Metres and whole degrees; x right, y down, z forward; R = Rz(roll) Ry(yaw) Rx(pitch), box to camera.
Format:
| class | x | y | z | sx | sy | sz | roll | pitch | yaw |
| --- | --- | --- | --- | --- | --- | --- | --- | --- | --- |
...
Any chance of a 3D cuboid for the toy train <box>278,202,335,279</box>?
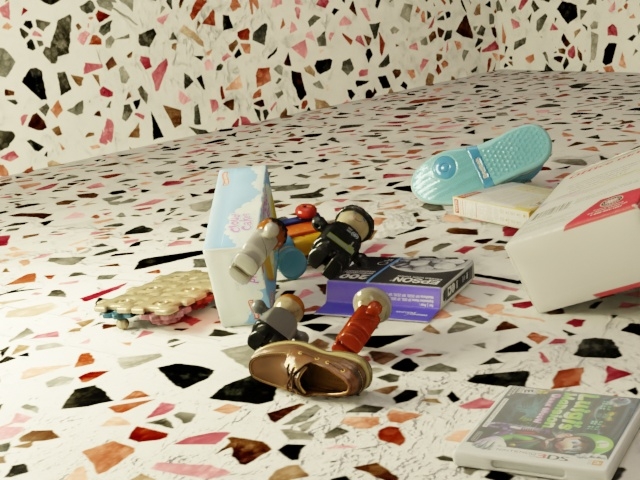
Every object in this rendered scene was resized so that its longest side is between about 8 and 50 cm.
| class | x | y | z | sx | sy | sz | roll | pitch | yaw |
| --- | --- | --- | --- | --- | --- | --- | --- | --- | --- |
| toy train | 0.000 | 0.000 | 2.045 | 0.248 | 0.105 | 0.143 | -13 | 26 | -23 |

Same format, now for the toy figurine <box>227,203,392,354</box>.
| class | x | y | z | sx | sy | sz | roll | pitch | yaw |
| --- | --- | --- | --- | --- | --- | --- | --- | --- | --- |
| toy figurine | -0.013 | 0.060 | 1.588 | 0.209 | 0.213 | 0.148 | -4 | 26 | 26 |

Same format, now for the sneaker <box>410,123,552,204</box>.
| class | x | y | z | sx | sy | sz | roll | pitch | yaw |
| --- | --- | --- | --- | --- | --- | --- | --- | --- | --- |
| sneaker | 0.367 | -0.153 | 2.455 | 0.318 | 0.127 | 0.208 | -17 | -7 | 12 |

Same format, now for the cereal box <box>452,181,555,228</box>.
| class | x | y | z | sx | sy | sz | roll | pitch | yaw |
| --- | --- | --- | --- | --- | --- | --- | --- | --- | --- |
| cereal box | 0.408 | -0.071 | 2.223 | 0.173 | 0.047 | 0.240 | -14 | 16 | -29 |

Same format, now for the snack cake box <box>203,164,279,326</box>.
| class | x | y | z | sx | sy | sz | roll | pitch | yaw |
| --- | --- | --- | --- | --- | --- | --- | --- | --- | --- |
| snack cake box | -0.126 | 0.004 | 1.826 | 0.089 | 0.152 | 0.264 | -5 | 33 | 5 |

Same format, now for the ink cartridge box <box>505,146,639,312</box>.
| class | x | y | z | sx | sy | sz | roll | pitch | yaw |
| --- | --- | --- | --- | --- | --- | --- | --- | --- | --- |
| ink cartridge box | 0.454 | -0.029 | 1.702 | 0.226 | 0.131 | 0.306 | -21 | 11 | 38 |

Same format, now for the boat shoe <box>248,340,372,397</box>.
| class | x | y | z | sx | sy | sz | roll | pitch | yaw |
| --- | --- | --- | --- | --- | --- | --- | --- | --- | --- |
| boat shoe | -0.022 | 0.173 | 1.451 | 0.177 | 0.064 | 0.060 | 4 | 16 | 27 |

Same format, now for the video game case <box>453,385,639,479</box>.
| class | x | y | z | sx | sy | sz | roll | pitch | yaw |
| --- | --- | --- | --- | --- | --- | --- | --- | --- | --- |
| video game case | 0.265 | 0.217 | 1.249 | 0.173 | 0.022 | 0.190 | 2 | 17 | 29 |

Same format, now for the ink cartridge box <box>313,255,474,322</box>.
| class | x | y | z | sx | sy | sz | roll | pitch | yaw |
| --- | --- | --- | --- | --- | --- | --- | --- | --- | --- |
| ink cartridge box | 0.122 | 0.075 | 1.801 | 0.206 | 0.045 | 0.208 | 2 | 18 | 27 |

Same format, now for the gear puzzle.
| class | x | y | z | sx | sy | sz | roll | pitch | yaw |
| --- | --- | --- | --- | --- | --- | --- | --- | --- | --- |
| gear puzzle | -0.231 | 0.092 | 1.908 | 0.175 | 0.044 | 0.339 | 0 | 13 | 29 |
